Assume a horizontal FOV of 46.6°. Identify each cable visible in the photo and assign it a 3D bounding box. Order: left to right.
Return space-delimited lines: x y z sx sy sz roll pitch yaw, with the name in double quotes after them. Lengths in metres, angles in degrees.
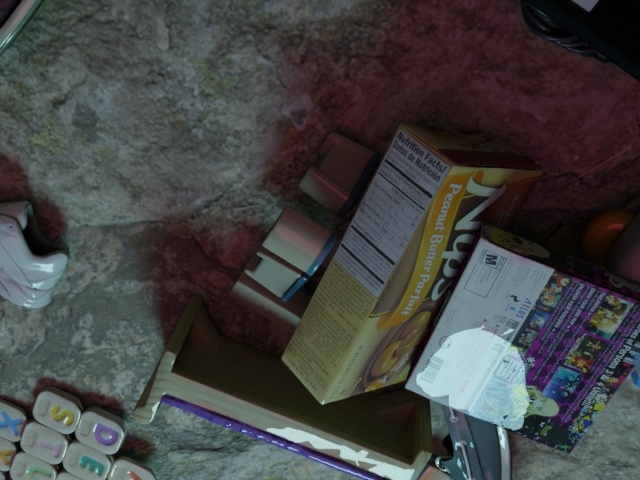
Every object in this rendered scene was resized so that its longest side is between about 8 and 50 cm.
0.291 -0.284 0.757 0.151 0.047 0.184 29 117 -2 "cable"

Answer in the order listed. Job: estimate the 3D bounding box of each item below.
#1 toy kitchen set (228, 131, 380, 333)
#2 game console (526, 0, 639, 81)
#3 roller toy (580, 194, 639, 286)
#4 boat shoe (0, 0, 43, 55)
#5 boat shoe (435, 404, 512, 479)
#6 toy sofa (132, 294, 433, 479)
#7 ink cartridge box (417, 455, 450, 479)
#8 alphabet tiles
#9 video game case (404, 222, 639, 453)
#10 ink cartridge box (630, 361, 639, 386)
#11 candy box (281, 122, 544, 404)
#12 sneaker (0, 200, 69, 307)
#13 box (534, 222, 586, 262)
0.000 0.000 0.905 0.122 0.166 0.207 32 150 -5 "toy kitchen set"
0.287 -0.343 0.616 0.386 0.060 0.342 46 121 23 "game console"
0.419 0.033 0.830 0.209 0.146 0.191 -21 110 26 "roller toy"
-0.391 -0.238 0.800 0.113 0.127 0.340 39 123 -25 "boat shoe"
0.202 0.269 0.987 0.099 0.116 0.319 -3 110 14 "boat shoe"
-0.048 0.233 0.970 0.363 0.150 0.177 22 114 -5 "toy sofa"
0.185 0.410 1.070 0.179 0.045 0.145 32 101 -6 "ink cartridge box"
-0.395 0.358 1.109 0.278 0.021 0.284 25 107 1 "alphabet tiles"
0.231 0.115 0.824 0.210 0.041 0.232 21 124 4 "video game case"
0.414 0.138 0.933 0.028 0.048 0.083 6 116 3 "ink cartridge box"
0.100 0.029 0.840 0.087 0.183 0.316 42 119 32 "candy box"
-0.418 -0.020 0.935 0.232 0.090 0.115 34 107 -20 "sneaker"
0.282 0.106 0.904 0.164 0.021 0.201 -39 108 -14 "box"
